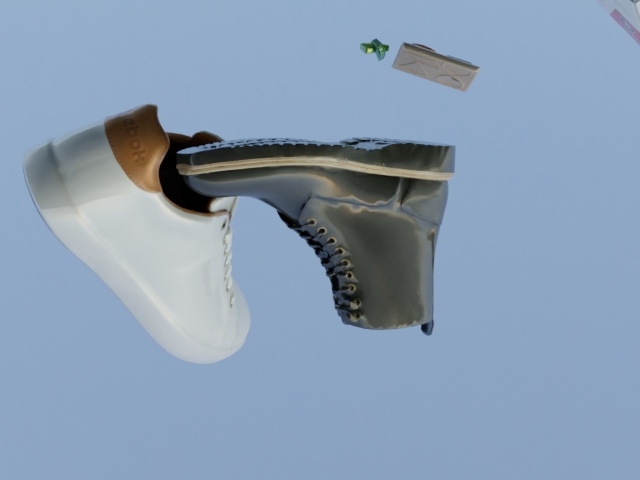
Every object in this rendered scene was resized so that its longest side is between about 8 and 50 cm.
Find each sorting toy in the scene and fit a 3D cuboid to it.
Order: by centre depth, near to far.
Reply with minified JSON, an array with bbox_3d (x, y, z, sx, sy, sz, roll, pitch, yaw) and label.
[{"bbox_3d":[0.069,-0.128,1.252,0.083,0.062,0.012,19,-100,-2],"label":"sorting toy"}]

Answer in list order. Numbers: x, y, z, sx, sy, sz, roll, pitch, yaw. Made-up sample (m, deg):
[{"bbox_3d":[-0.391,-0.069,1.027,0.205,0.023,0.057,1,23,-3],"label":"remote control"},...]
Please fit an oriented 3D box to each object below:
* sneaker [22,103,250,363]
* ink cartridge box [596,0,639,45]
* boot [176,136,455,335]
[{"bbox_3d":[-0.091,0.000,1.278,0.123,0.290,0.106,-27,-121,8],"label":"sneaker"},{"bbox_3d":[0.200,-0.199,1.178,0.056,0.135,0.099,-37,-122,1],"label":"ink cartridge box"},{"bbox_3d":[0.000,0.000,1.197,0.198,0.077,0.137,0,-83,-21],"label":"boot"}]
